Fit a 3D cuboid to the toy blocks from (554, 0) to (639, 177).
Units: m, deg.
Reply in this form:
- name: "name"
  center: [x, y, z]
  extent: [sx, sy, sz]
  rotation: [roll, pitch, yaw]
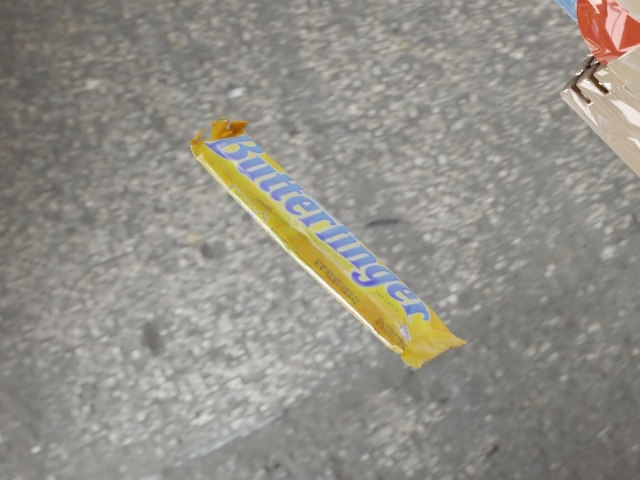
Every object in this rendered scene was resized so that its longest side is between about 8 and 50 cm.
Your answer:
- name: "toy blocks"
  center: [0.234, -0.142, 0.942]
  extent: [0.261, 0.190, 0.381]
  rotation: [44, 151, -10]

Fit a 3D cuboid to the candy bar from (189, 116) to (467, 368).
- name: "candy bar"
  center: [0.000, 0.000, 0.846]
  extent: [0.161, 0.040, 0.018]
  rotation: [45, 129, 16]
